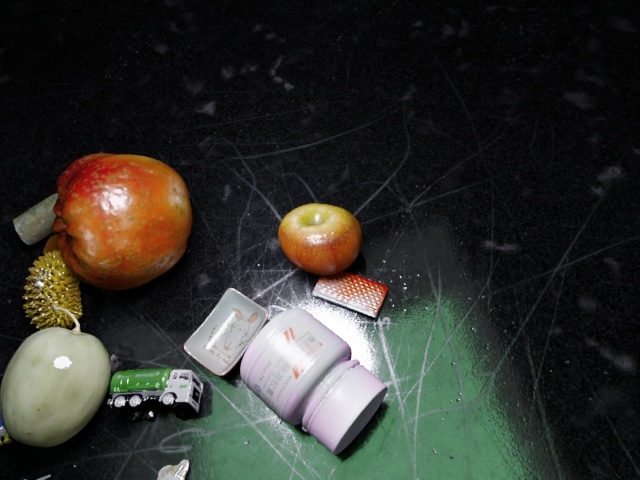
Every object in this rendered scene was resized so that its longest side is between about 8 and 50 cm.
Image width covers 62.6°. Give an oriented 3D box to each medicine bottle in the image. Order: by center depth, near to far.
[{"bbox_3d":[-0.015,0.336,1.271,0.302,0.241,0.241,36,73,22],"label":"medicine bottle"}]

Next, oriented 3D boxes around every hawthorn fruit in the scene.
[{"bbox_3d":[-0.541,-0.060,1.495,0.402,0.403,0.403,-3,63,7],"label":"hawthorn fruit"}]

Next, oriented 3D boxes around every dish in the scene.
[{"bbox_3d":[-0.248,0.256,1.439,0.151,0.077,0.212,29,71,22],"label":"dish"}]

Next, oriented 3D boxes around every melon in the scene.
[{"bbox_3d":[-0.675,0.366,1.351,0.271,0.272,0.308,36,94,23],"label":"melon"}]

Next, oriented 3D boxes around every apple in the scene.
[{"bbox_3d":[0.000,0.000,1.476,0.235,0.173,0.210,28,54,37],"label":"apple"}]

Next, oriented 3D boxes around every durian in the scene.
[{"bbox_3d":[-0.785,0.151,1.523,0.183,0.138,0.250,-6,85,-7],"label":"durian"}]

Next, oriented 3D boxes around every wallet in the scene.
[{"bbox_3d":[0.084,0.141,1.479,0.196,0.020,0.103,19,63,19],"label":"wallet"}]

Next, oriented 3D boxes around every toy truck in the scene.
[{"bbox_3d":[-0.437,0.398,1.385,0.242,0.101,0.125,-4,51,9],"label":"toy truck"}]

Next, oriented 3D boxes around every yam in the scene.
[{"bbox_3d":[-0.821,-0.087,1.637,0.259,0.106,0.106,-32,63,-8],"label":"yam"}]

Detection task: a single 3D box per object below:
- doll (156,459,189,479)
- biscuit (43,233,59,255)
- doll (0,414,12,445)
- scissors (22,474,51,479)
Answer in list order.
[{"bbox_3d":[-0.375,0.700,1.180,0.348,0.161,0.423,-36,47,-27],"label":"doll"},{"bbox_3d":[-0.756,-0.012,1.670,0.208,0.041,0.290,5,65,12],"label":"biscuit"},{"bbox_3d":[-0.871,0.483,1.428,0.098,0.058,0.143,-16,59,-24],"label":"doll"},{"bbox_3d":[-0.739,0.627,1.363,0.083,0.006,0.036,-23,64,-4],"label":"scissors"}]
